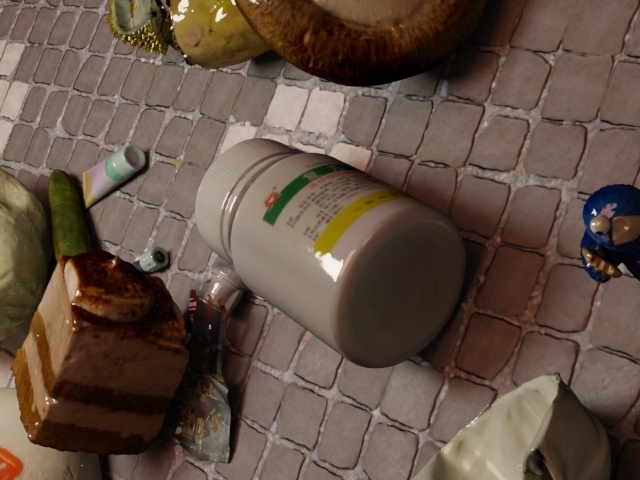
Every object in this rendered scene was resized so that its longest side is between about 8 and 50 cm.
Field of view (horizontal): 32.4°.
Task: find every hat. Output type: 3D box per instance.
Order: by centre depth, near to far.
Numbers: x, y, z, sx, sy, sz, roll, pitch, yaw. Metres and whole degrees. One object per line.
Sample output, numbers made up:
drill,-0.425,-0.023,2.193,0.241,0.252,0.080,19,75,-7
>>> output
hat,0.235,0.301,1.120,0.258,0.168,0.301,-40,71,54

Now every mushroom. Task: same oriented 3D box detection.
mushroom,0.056,-0.361,1.444,0.345,0.239,0.345,2,96,23

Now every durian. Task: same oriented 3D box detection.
durian,-0.258,-0.419,1.875,0.193,0.138,0.237,-16,64,45

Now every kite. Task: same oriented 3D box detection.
kite,-0.168,0.195,1.579,0.141,0.015,0.245,11,100,41

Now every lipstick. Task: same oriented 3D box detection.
lipstick,-0.295,0.044,1.794,0.116,0.037,0.037,-25,57,40

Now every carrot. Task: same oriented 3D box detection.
carrot,-0.431,-0.004,1.917,0.074,0.074,0.358,-44,47,22

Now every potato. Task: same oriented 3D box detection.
potato,-0.073,-0.387,1.641,0.266,0.229,0.229,-9,67,29

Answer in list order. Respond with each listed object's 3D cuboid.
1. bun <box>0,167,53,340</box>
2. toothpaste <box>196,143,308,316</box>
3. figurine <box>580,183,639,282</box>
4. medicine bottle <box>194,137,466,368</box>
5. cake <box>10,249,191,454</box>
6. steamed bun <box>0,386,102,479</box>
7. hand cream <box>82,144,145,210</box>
bun,-0.620,0.038,1.967,0.352,0.227,0.349,-28,55,30
toothpaste,-0.090,-0.016,1.615,0.096,0.061,0.266,26,85,48
figurine,0.331,-0.013,1.064,0.164,0.262,0.120,0,80,29
medicine bottle,0.000,0.000,1.401,0.340,0.208,0.208,32,96,46
cake,-0.308,0.146,1.599,0.293,0.199,0.196,-64,30,23
steamed bun,-0.528,0.408,1.723,0.374,0.241,0.374,-20,58,35
hand cream,-0.371,-0.114,1.929,0.174,0.047,0.076,-25,62,44
